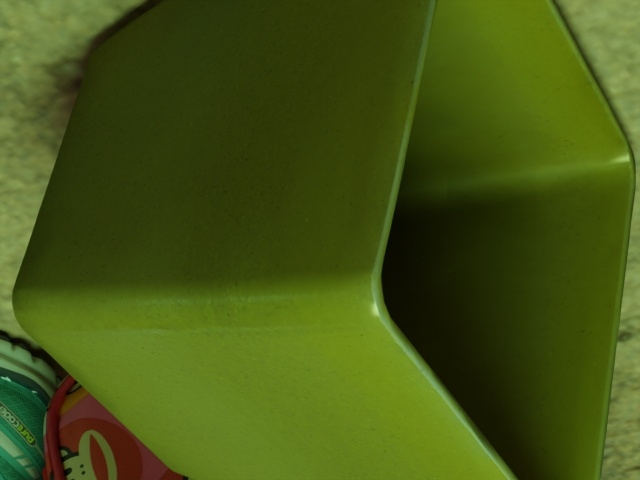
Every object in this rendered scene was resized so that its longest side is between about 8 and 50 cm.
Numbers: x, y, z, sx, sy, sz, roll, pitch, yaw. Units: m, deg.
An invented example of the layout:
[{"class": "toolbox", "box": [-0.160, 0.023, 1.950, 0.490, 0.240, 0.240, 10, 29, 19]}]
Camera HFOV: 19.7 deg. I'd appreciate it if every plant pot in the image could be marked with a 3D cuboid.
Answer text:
[{"class": "plant pot", "box": [0.000, 0.000, 0.763, 0.187, 0.212, 0.212, -6, 143, 27]}]

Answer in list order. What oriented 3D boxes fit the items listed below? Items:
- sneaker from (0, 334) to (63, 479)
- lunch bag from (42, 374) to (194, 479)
[{"class": "sneaker", "box": [-0.261, 0.087, 0.929, 0.275, 0.110, 0.107, 12, 140, -14]}, {"class": "lunch bag", "box": [-0.022, 0.175, 0.876, 0.258, 0.293, 0.120, -11, 142, -9]}]
